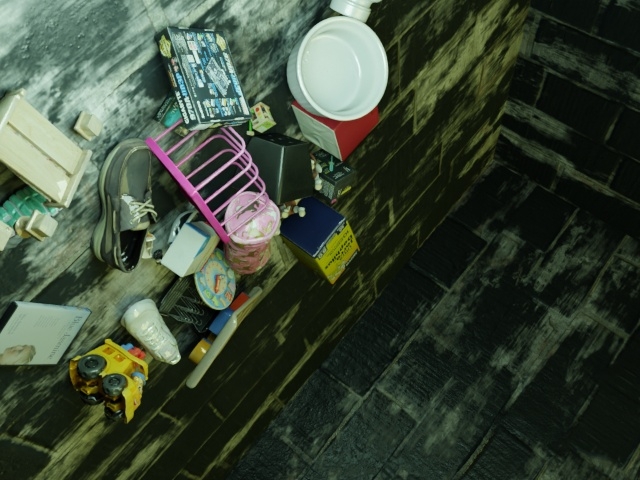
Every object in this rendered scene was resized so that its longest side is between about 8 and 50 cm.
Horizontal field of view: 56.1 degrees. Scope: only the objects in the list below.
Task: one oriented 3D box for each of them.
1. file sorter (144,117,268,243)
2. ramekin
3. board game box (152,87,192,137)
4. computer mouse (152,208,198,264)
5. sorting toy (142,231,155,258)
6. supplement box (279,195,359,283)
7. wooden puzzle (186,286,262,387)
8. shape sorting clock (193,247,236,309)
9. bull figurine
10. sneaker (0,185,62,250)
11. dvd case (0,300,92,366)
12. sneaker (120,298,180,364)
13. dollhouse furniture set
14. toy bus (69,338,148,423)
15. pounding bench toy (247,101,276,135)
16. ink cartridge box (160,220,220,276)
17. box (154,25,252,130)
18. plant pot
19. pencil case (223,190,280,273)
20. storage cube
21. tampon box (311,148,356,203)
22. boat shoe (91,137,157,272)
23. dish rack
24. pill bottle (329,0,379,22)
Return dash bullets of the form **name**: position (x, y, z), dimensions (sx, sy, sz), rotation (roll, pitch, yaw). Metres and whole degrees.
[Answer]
- **file sorter**: position (-0.269, -0.168, 1.528), dimensions (0.182, 0.202, 0.290), rotation (-40, 158, -9)
- **ramekin**: position (0.039, -0.476, 1.696), dimensions (0.277, 0.135, 0.277), rotation (-4, 99, -24)
- **board game box**: position (-0.316, -0.349, 1.466), dimensions (0.186, 0.026, 0.126), rotation (-56, 157, 4)
- **computer mouse**: position (-0.415, -0.017, 1.703), dimensions (0.193, 0.042, 0.106), rotation (-56, 180, -9)
- **sorting toy**: position (-0.491, 0.015, 1.614), dimensions (0.075, 0.045, 0.083), rotation (-20, 152, -35)
- **supplement box**: position (0.000, 0.000, 2.361), dimensions (0.194, 0.195, 0.356), rotation (-51, 158, -9)
- **wooden puzzle**: position (-0.357, 0.327, 2.158), dimensions (0.322, 0.081, 0.348), rotation (-54, -178, 17)
- **shape sorting clock**: position (-0.333, 0.119, 1.919), dimensions (0.206, 0.040, 0.206), rotation (-10, 90, -67)
- **bull figurine**: position (-0.099, -0.154, 2.015), dimensions (0.101, 0.188, 0.310), rotation (23, 95, -31)
- **sneaker**: position (-0.625, -0.041, 1.250), dimensions (0.224, 0.083, 0.098), rotation (-37, 172, -28)
- **dvd case**: position (-0.713, 0.239, 1.507), dimensions (0.180, 0.022, 0.253), rotation (-56, 158, 3)
- **sneaker**: position (-0.498, 0.281, 1.824), dimensions (0.114, 0.152, 0.305), rotation (-44, 154, -19)
- **dollhouse furniture set**: position (-0.619, -0.169, 1.107), dimensions (0.303, 0.174, 0.355), rotation (56, 41, -53)
- **toy bus**: position (-0.578, 0.390, 1.745), dimensions (0.211, 0.220, 0.149), rotation (-38, 148, -48)
- **pounding bench toy**: position (-0.182, -0.344, 1.703), dimensions (0.083, 0.065, 0.052), rotation (-28, 165, 19)
- **ink cartridge box**: position (-0.362, 0.020, 1.740), dimensions (0.134, 0.078, 0.231), rotation (-57, 177, 6)
- **box**: position (-0.258, -0.363, 1.347), dimensions (0.051, 0.220, 0.175), rotation (-17, -177, 37)
- **plant pot**: position (-0.133, -0.227, 1.817), dimensions (0.187, 0.188, 0.166), rotation (-22, 129, -53)
- **pencil case**: position (-0.215, -0.016, 1.821), dimensions (0.160, 0.167, 0.386), rotation (-9, 166, -11)
- **storage cube**: position (0.052, -0.404, 1.913), dimensions (0.193, 0.184, 0.215), rotation (-49, 157, -12)
- **tampon box**: position (0.022, -0.228, 2.130), dimensions (0.120, 0.161, 0.101), rotation (-34, 150, -39)
- **boat shoe**: position (-0.450, -0.075, 1.447), dimensions (0.132, 0.130, 0.355), rotation (-27, 145, -49)
- **dish rack**: position (-0.407, 0.190, 1.980), dimensions (0.208, 0.074, 0.271), rotation (-55, 157, -2)
- **pill bottle**: position (0.127, -0.745, 1.629), dimensions (0.152, 0.152, 0.272), rotation (-18, 138, -55)
